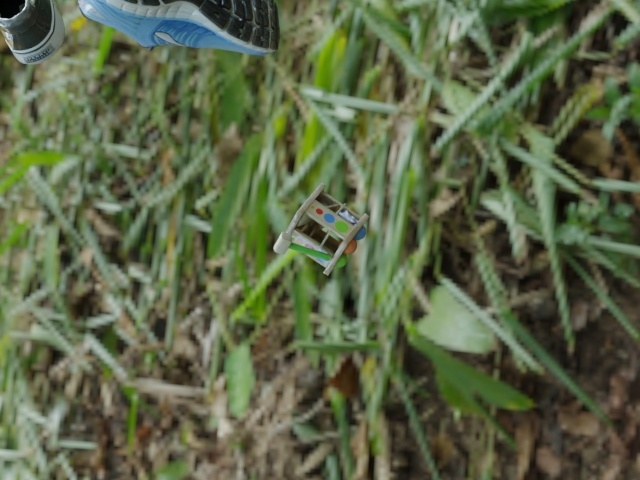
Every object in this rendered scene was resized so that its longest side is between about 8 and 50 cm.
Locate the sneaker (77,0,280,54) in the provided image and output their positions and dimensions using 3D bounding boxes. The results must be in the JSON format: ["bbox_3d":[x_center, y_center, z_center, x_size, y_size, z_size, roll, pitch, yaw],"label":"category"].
[{"bbox_3d":[-0.104,-0.171,1.046,0.073,0.162,0.063,-29,53,52],"label":"sneaker"}]

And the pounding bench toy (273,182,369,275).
[{"bbox_3d":[0.000,0.000,1.372,0.083,0.065,0.052,-51,-6,-44],"label":"pounding bench toy"}]

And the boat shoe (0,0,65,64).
[{"bbox_3d":[-0.313,-0.271,1.435,0.219,0.078,0.070,61,-178,39],"label":"boat shoe"}]
